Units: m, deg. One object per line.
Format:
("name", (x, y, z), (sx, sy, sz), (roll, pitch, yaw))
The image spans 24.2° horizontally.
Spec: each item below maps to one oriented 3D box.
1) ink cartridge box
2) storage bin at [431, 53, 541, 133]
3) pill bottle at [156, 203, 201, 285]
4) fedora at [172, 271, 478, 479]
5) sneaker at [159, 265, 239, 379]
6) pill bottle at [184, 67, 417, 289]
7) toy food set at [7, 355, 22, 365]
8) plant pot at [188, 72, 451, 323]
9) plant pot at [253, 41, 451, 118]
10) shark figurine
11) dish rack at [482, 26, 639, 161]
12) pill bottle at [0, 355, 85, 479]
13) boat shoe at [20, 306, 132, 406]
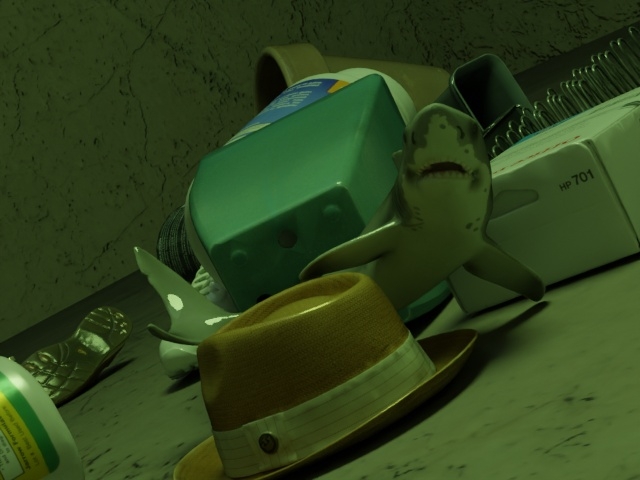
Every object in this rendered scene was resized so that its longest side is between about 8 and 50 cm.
("ink cartridge box", (0.171, -0.036, 0.999), (0.140, 0.082, 0.191), (-23, 7, 36))
("storage bin", (0.187, -0.131, 1.699), (0.098, 0.135, 0.091), (-30, -4, -36))
("pill bottle", (-0.074, -0.005, 1.676), (0.130, 0.130, 0.246), (-30, 7, -35))
("fedora", (-0.010, 0.070, 0.836), (0.194, 0.079, 0.194), (-26, 4, 2))
("sneaker", (-0.083, 0.049, 1.364), (0.090, 0.094, 0.235), (-21, 8, 32))
("pill bottle", (-0.002, -0.062, 1.357), (0.152, 0.152, 0.272), (-23, 15, 31))
("toy food set", (-0.356, 0.182, 1.658), (0.132, 0.038, 0.192), (-34, -9, -1))
("plant pot", (0.000, 0.000, 1.095), (0.166, 0.165, 0.234), (-25, 10, 11))
("plant pot", (0.054, -0.128, 1.877), (0.229, 0.263, 0.263), (-8, 0, -15))
("shark figurine", (0.022, -0.003, 0.928), (0.278, 0.166, 0.116), (-31, 46, 35))
("dish rack", (0.223, -0.108, 1.276), (0.271, 0.074, 0.208), (-37, 4, 36))
("pill bottle", (-0.258, 0.164, 0.901), (0.208, 0.117, 0.117), (-30, 6, -32))
("boat shoe", (-0.273, 0.143, 1.624), (0.178, 0.064, 0.060), (-41, -20, -42))
